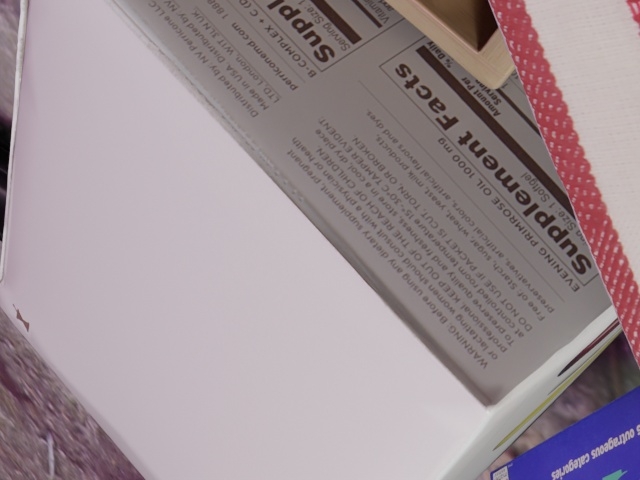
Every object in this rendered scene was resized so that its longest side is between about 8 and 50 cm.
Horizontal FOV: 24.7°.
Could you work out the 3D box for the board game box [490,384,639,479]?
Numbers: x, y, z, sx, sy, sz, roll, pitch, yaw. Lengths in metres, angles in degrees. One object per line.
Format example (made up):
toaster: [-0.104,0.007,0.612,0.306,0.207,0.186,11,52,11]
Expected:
board game box: [0.128,0.150,0.468,0.160,0.047,0.210,-45,44,51]

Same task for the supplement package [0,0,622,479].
supplement package: [0.000,0.000,0.545,0.204,0.145,0.262,48,151,13]

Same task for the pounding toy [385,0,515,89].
pounding toy: [0.044,-0.145,0.394,0.141,0.100,0.130,41,151,2]

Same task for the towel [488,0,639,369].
towel: [0.181,-0.044,0.254,0.329,0.037,0.237,-4,120,42]

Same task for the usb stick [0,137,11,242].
usb stick: [-0.225,-0.045,0.942,0.278,0.045,0.077,29,150,38]
